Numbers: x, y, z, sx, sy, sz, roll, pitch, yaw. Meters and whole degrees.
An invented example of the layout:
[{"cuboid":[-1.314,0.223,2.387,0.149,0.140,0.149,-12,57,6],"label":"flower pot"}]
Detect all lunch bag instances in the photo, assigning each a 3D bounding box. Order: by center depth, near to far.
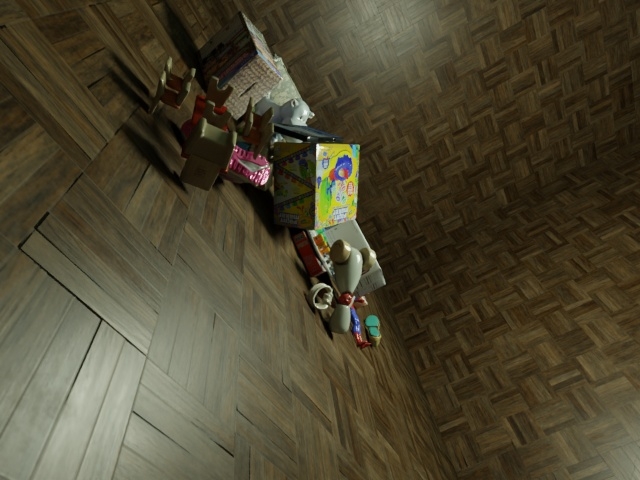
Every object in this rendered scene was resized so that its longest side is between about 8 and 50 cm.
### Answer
[{"cuboid":[-0.233,-0.680,2.038,0.305,0.255,0.212,60,9,-12],"label":"lunch bag"}]

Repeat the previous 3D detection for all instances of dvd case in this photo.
[{"cuboid":[-0.052,-0.372,1.498,0.180,0.022,0.253,25,22,25],"label":"dvd case"}]

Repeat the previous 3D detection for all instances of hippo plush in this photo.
[{"cuboid":[-0.139,-0.481,1.753,0.234,0.236,0.295,18,76,-63],"label":"hippo plush"}]

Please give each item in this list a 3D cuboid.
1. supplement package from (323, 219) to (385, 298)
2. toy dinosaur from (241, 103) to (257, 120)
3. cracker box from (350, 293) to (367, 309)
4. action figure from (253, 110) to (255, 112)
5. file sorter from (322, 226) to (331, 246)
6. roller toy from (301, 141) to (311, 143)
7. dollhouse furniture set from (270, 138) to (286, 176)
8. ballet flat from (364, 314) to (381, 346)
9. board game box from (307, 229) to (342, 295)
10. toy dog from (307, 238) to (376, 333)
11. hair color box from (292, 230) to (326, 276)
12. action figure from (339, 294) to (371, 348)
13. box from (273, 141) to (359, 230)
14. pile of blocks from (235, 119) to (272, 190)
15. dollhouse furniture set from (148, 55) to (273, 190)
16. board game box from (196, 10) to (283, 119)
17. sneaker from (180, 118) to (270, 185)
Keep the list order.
[{"cuboid":[0.145,0.076,1.816,0.262,0.145,0.204,64,2,27],"label":"supplement package"},{"cuboid":[-0.304,-0.543,1.774,0.268,0.064,0.118,-20,98,-55],"label":"toy dinosaur"},{"cuboid":[0.152,0.216,2.204,0.156,0.067,0.232,52,15,-47],"label":"cracker box"},{"cuboid":[-0.334,-0.596,1.857,0.232,0.063,0.137,46,24,-59],"label":"action figure"},{"cuboid":[0.093,-0.020,2.429,0.118,0.104,0.170,67,11,28],"label":"file sorter"},{"cuboid":[-0.071,-0.344,1.957,0.191,0.146,0.209,33,-32,54],"label":"roller toy"},{"cuboid":[-0.188,-0.279,1.690,0.184,0.129,0.129,113,-43,-63],"label":"dollhouse furniture set"},{"cuboid":[0.260,0.455,2.166,0.232,0.080,0.073,-74,164,-73],"label":"ballet flat"},{"cuboid":[0.000,0.000,1.840,0.390,0.050,0.390,61,4,-50],"label":"board game box"},{"cuboid":[0.066,0.152,1.549,0.220,0.334,0.161,43,-26,-19],"label":"toy dog"},{"cuboid":[-0.041,0.053,1.646,0.167,0.053,0.093,63,7,9],"label":"hair color box"},{"cuboid":[0.172,0.307,1.868,0.280,0.139,0.091,65,8,29],"label":"action figure"},{"cuboid":[-0.010,-0.202,1.521,0.290,0.176,0.279,-19,114,-55],"label":"box"},{"cuboid":[-0.231,-0.272,1.432,0.362,0.148,0.113,-96,-170,-48],"label":"pile of blocks"},{"cuboid":[-0.252,-0.251,0.977,0.261,0.135,0.259,20,39,-25],"label":"dollhouse furniture set"},{"cuboid":[-0.298,-0.635,1.566,0.141,0.232,0.291,31,31,-51],"label":"board game box"},{"cuboid":[-0.259,-0.216,1.123,0.252,0.111,0.103,36,63,-35],"label":"sneaker"}]
